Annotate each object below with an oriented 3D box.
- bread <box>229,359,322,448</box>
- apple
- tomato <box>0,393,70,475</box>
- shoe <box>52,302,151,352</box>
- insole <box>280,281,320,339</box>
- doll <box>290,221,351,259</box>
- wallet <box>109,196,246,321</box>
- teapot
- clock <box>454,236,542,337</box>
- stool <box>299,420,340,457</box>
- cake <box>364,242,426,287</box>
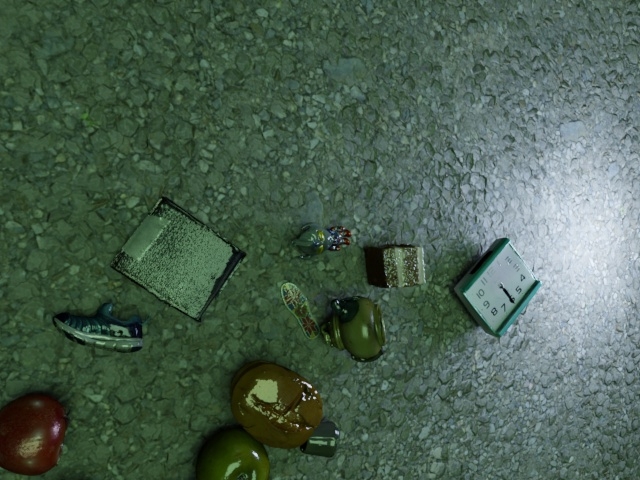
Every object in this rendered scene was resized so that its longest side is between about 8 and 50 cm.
[{"bbox_3d":[-0.121,0.437,1.188,0.269,0.142,0.196,40,76,-17],"label":"bread"},{"bbox_3d":[-0.224,0.590,1.141,0.196,0.156,0.197,3,83,-28],"label":"apple"},{"bbox_3d":[-0.633,0.419,0.955,0.167,0.167,0.168,-1,92,-24],"label":"tomato"},{"bbox_3d":[-0.517,0.201,1.045,0.207,0.091,0.106,14,64,-19],"label":"shoe"},{"bbox_3d":[-0.057,0.204,1.281,0.065,0.006,0.194,-32,103,-19],"label":"insole"},{"bbox_3d":[0.000,0.001,1.270,0.194,0.062,0.104,-6,132,-31],"label":"doll"},{"bbox_3d":[-0.353,0.048,1.121,0.262,0.071,0.221,37,82,-17],"label":"wallet"},{"bbox_3d":[0.093,0.265,1.281,0.182,0.173,0.270,-11,126,11],"label":"teapot"},{"bbox_3d":[0.596,0.159,1.515,0.262,0.116,0.231,-45,103,-17],"label":"clock"},{"bbox_3d":[-0.005,0.569,1.269,0.110,0.096,0.096,12,87,-20],"label":"stool"},{"bbox_3d":[0.225,0.071,1.329,0.147,0.135,0.135,-11,97,-18],"label":"cake"}]
